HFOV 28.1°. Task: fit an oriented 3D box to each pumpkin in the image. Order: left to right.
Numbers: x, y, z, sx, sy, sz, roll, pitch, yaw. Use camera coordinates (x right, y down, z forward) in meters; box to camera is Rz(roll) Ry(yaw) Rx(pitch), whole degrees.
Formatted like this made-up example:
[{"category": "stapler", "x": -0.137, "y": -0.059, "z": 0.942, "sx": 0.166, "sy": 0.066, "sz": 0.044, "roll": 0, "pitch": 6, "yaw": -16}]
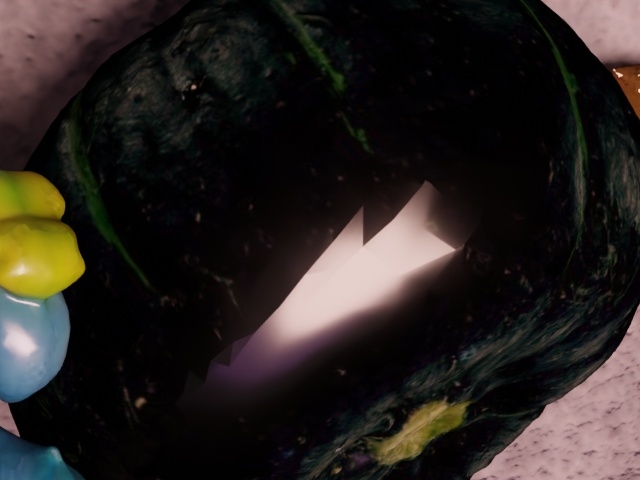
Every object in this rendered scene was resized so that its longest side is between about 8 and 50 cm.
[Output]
[{"category": "pumpkin", "x": 0.000, "y": 0.000, "z": 0.605, "sx": 0.315, "sy": 0.238, "sz": 0.315, "roll": -20, "pitch": 143, "yaw": -16}]

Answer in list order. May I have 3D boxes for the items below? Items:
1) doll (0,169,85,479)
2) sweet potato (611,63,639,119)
[{"category": "doll", "x": -0.215, "y": 0.079, "z": 0.546, "sx": 0.098, "sy": 0.346, "sz": 0.341, "roll": -3, "pitch": 124, "yaw": -44}, {"category": "sweet potato", "x": 0.231, "y": -0.043, "z": 0.725, "sx": 0.205, "sy": 0.068, "sz": 0.060, "roll": 22, "pitch": 120, "yaw": -32}]
